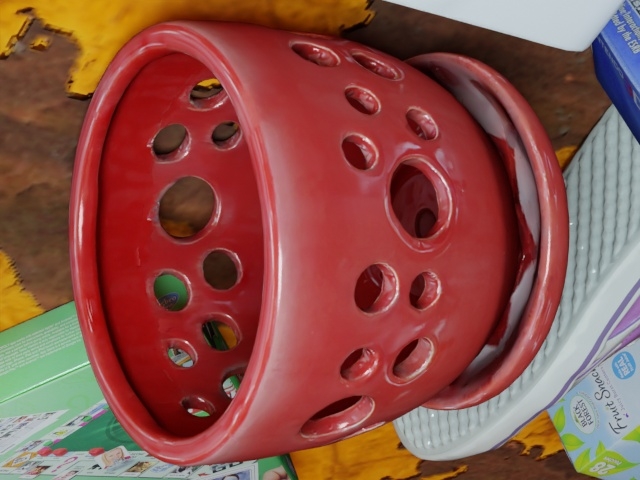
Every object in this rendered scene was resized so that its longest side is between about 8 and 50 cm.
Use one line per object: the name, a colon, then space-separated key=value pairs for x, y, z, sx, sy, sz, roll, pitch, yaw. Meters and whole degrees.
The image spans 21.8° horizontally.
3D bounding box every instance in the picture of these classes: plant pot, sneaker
plant pot: x=0.000 y=0.000 z=0.750 sx=0.174 sy=0.191 sz=0.191 roll=-1 pitch=138 yaw=-35
sneaker: x=0.172 y=0.036 z=0.949 sx=0.161 sy=0.102 sz=0.282 roll=15 pitch=129 yaw=-43

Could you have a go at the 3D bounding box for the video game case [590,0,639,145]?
video game case: x=0.286 y=-0.056 z=0.753 sx=0.244 sy=0.269 sz=0.061 roll=-23 pitch=140 yaw=-1

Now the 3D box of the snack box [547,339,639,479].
snack box: x=0.277 y=0.084 z=1.080 sx=0.174 sy=0.070 sz=0.207 roll=20 pitch=127 yaw=-42

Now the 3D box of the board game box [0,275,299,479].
board game box: x=-0.187 y=0.144 z=0.939 sx=0.317 sy=0.046 sz=0.213 roll=-23 pitch=142 yaw=1

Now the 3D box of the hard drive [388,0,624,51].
hard drive: x=0.116 y=-0.223 z=0.656 sx=0.210 sy=0.040 sz=0.319 roll=9 pitch=132 yaw=-34
